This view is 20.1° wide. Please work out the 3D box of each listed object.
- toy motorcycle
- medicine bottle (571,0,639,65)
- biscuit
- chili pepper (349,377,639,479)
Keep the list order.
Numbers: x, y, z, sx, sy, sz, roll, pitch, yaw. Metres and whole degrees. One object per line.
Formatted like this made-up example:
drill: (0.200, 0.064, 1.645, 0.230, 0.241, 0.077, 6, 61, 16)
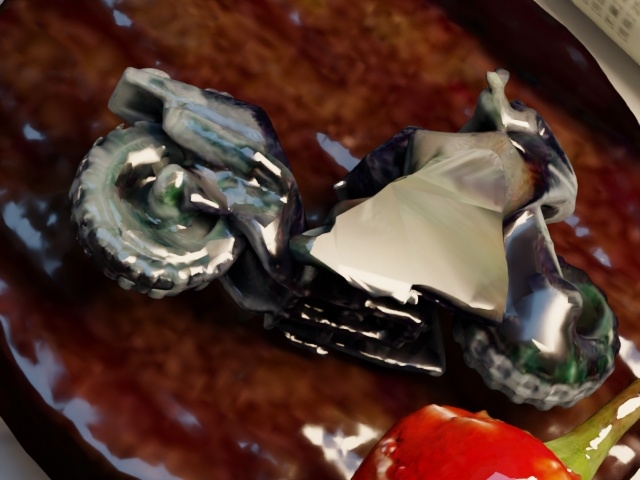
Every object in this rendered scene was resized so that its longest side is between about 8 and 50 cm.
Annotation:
toy motorcycle: (0.022, -0.018, 0.851, 0.270, 0.106, 0.159, 19, 58, -14)
medicine bottle: (0.215, -0.206, 1.104, 0.170, 0.170, 0.293, -33, 73, -32)
biscuit: (0.000, 0.000, 0.952, 0.407, 0.091, 0.407, 10, 57, -15)
chili pepper: (0.057, 0.143, 0.765, 0.131, 0.134, 0.338, 31, 81, 5)
